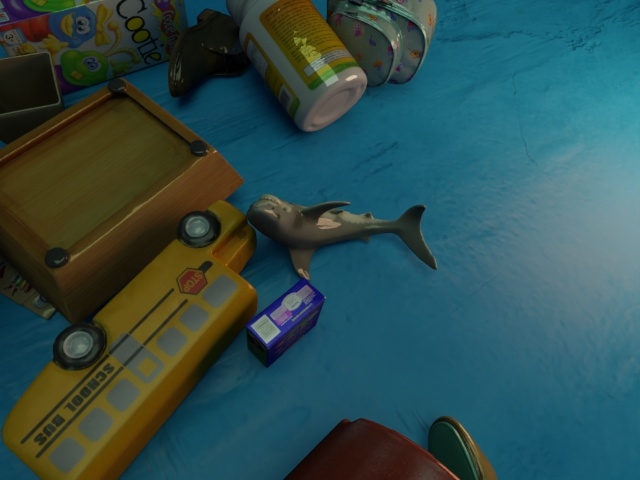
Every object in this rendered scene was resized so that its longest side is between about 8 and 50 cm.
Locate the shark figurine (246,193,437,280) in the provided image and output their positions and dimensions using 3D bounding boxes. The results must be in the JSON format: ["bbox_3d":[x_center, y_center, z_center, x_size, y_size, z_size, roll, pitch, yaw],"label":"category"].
[{"bbox_3d":[0.014,0.002,0.614,0.279,0.166,0.116,5,87,-25],"label":"shark figurine"}]

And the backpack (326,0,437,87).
[{"bbox_3d":[0.102,-0.361,0.755,0.189,0.165,0.144,15,63,3],"label":"backpack"}]

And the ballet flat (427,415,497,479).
[{"bbox_3d":[0.181,0.318,0.482,0.073,0.080,0.232,8,61,-36],"label":"ballet flat"}]

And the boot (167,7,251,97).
[{"bbox_3d":[-0.180,-0.322,0.745,0.106,0.082,0.219,14,60,2],"label":"boot"}]

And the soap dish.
[{"bbox_3d":[-0.286,-0.071,0.570,0.229,0.118,0.291,39,66,12],"label":"soap dish"}]

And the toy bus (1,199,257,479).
[{"bbox_3d":[-0.186,0.108,0.506,0.130,0.108,0.332,35,64,10],"label":"toy bus"}]

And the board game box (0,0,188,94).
[{"bbox_3d":[-0.377,-0.368,0.705,0.276,0.144,0.142,-29,71,-20],"label":"board game box"}]

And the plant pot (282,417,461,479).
[{"bbox_3d":[0.012,0.318,0.355,0.272,0.272,0.265,41,57,13],"label":"plant pot"}]

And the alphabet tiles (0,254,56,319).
[{"bbox_3d":[-0.405,-0.028,0.603,0.237,0.009,0.198,28,63,7],"label":"alphabet tiles"}]

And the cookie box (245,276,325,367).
[{"bbox_3d":[-0.045,0.104,0.529,0.092,0.107,0.040,-39,73,-24],"label":"cookie box"}]

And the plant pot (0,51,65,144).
[{"bbox_3d":[-0.432,-0.195,0.635,0.109,0.096,0.109,-18,66,-16],"label":"plant pot"}]

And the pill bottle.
[{"bbox_3d":[-0.046,-0.315,0.703,0.136,0.136,0.245,-32,84,-21],"label":"pill bottle"}]
